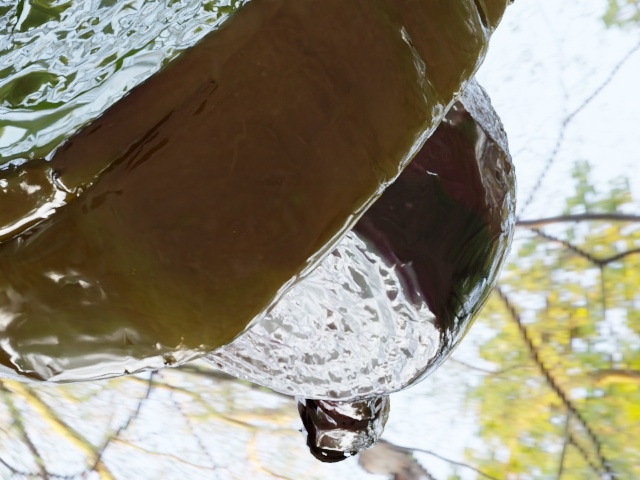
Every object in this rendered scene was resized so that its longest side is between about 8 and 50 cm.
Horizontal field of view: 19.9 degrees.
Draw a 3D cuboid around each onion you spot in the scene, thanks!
[{"bbox_3d":[0.000,0.000,0.771,0.139,0.195,0.218,-65,-36,-40],"label":"onion"}]

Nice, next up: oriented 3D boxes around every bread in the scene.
[{"bbox_3d":[-0.054,-0.063,0.530,0.236,0.236,0.070,-43,-56,-12],"label":"bread"}]
